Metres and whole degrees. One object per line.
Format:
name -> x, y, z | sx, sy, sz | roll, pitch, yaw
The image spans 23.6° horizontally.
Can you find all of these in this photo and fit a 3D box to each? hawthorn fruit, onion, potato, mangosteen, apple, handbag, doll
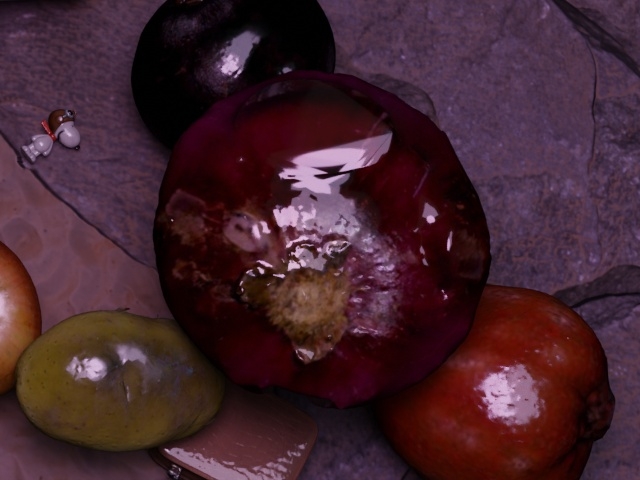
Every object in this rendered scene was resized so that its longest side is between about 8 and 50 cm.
hawthorn fruit -> 0.214, 0.195, 1.906 | 0.311, 0.295, 0.295 | 3, 72, -8
onion -> 0.000, 0.000, 1.821 | 0.398, 0.420, 0.398 | 0, 89, -1
potato -> -0.234, 0.162, 1.786 | 0.248, 0.143, 0.169 | 0, 80, -22
mangosteen -> -0.096, -0.196, 1.975 | 0.275, 0.275, 0.302 | -39, 119, -22
apple -> -0.447, 0.087, 1.820 | 0.210, 0.173, 0.235 | -27, 90, -24
handbag -> -0.112, 0.252, 1.908 | 0.193, 0.072, 0.151 | 26, 68, -8
doll -> -0.351, -0.137, 1.985 | 0.085, 0.040, 0.058 | -19, 89, -20
